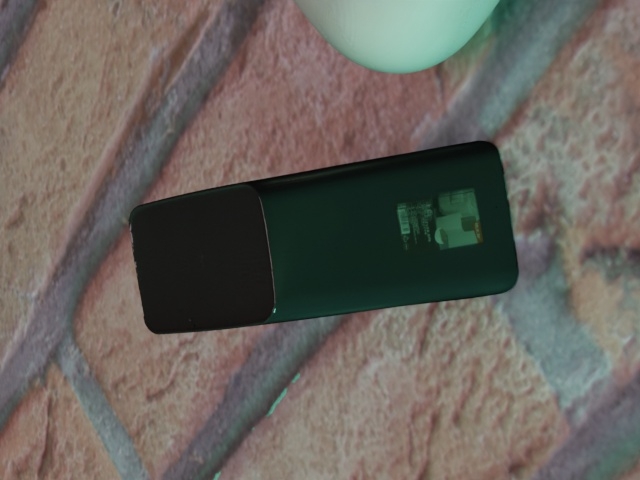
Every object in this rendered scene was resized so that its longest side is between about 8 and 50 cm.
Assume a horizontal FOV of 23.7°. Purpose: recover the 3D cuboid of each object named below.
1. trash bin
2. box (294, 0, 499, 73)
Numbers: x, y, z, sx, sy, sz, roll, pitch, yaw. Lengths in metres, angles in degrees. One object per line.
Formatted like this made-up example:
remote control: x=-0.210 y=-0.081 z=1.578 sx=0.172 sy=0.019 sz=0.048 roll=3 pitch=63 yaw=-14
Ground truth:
trash bin: x=0.000 y=0.000 z=1.087 sx=0.165 sy=0.225 sz=0.115 roll=-8 pitch=90 yaw=48
box: x=0.062 y=-0.309 z=1.031 sx=0.289 sy=0.141 sz=0.349 roll=56 pitch=132 yaw=26
